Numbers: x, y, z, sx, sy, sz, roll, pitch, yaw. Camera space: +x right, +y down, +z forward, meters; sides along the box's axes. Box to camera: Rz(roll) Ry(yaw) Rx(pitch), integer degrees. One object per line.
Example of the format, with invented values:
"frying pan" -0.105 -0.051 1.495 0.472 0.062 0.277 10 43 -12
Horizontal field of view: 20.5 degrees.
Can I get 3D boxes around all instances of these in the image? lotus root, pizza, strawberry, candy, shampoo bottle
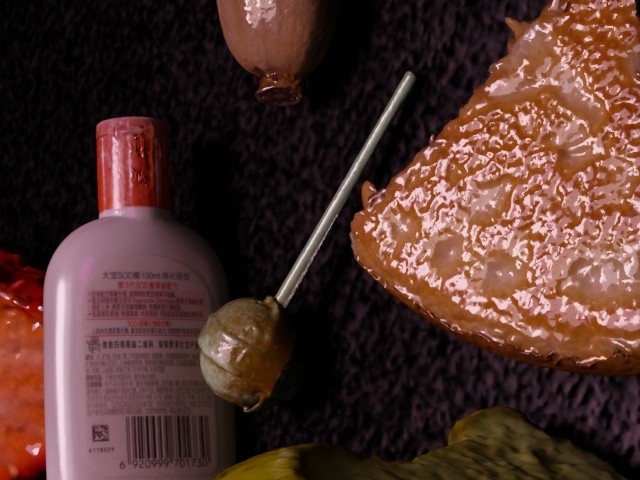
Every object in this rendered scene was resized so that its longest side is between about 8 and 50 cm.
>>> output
"lotus root" -0.022 -0.148 0.946 0.073 0.062 0.150 -7 82 44
"pizza" 0.115 -0.042 0.801 0.188 0.062 0.198 22 95 32
"strawberry" -0.203 0.064 1.082 0.237 0.111 0.190 -2 113 24
"candy" 0.000 0.000 0.925 0.061 0.061 0.202 40 105 40
"shampoo bottle" -0.100 0.042 0.974 0.051 0.108 0.220 154 116 -64

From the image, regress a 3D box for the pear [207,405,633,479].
"pear" 0.011 0.199 0.741 0.164 0.255 0.238 36 115 40
